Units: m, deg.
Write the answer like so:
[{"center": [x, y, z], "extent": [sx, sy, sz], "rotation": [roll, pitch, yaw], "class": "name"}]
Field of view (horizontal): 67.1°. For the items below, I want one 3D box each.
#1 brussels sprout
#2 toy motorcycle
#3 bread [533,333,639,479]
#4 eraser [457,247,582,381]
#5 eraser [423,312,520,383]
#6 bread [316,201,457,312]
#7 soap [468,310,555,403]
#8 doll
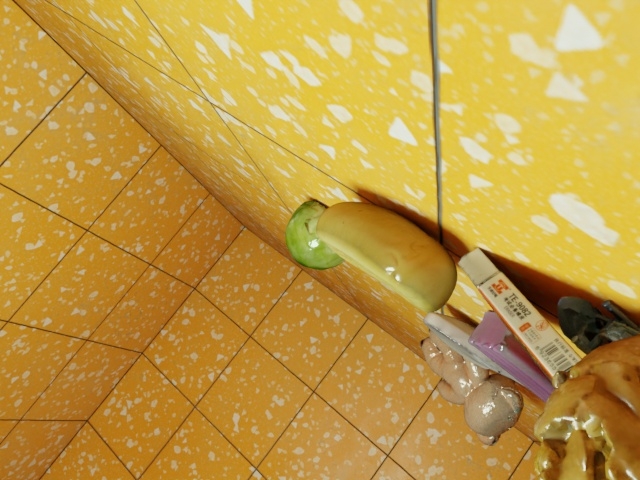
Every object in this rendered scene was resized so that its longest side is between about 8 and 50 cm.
[{"center": [-0.005, 0.002, 1.005], "extent": [0.151, 0.122, 0.149], "rotation": [39, 175, 3], "class": "brussels sprout"}, {"center": [0.325, 0.136, 0.501], "extent": [0.205, 0.076, 0.114], "rotation": [43, 178, -29], "class": "toy motorcycle"}, {"center": [0.291, 0.139, 0.328], "extent": [0.260, 0.147, 0.160], "rotation": [-11, 138, 32], "class": "bread"}, {"center": [0.251, 0.121, 0.541], "extent": [0.157, 0.038, 0.230], "rotation": [45, -168, -31], "class": "eraser"}, {"center": [0.318, 0.213, 0.987], "extent": [0.243, 0.059, 0.204], "rotation": [36, 173, -11], "class": "eraser"}, {"center": [0.097, 0.012, 0.690], "extent": [0.217, 0.098, 0.147], "rotation": [35, 173, 38], "class": "bread"}, {"center": [0.345, 0.200, 0.764], "extent": [0.203, 0.065, 0.122], "rotation": [39, 172, -4], "class": "soap"}, {"center": [0.383, 0.335, 1.207], "extent": [0.303, 0.156, 0.201], "rotation": [57, 145, 38], "class": "doll"}]
